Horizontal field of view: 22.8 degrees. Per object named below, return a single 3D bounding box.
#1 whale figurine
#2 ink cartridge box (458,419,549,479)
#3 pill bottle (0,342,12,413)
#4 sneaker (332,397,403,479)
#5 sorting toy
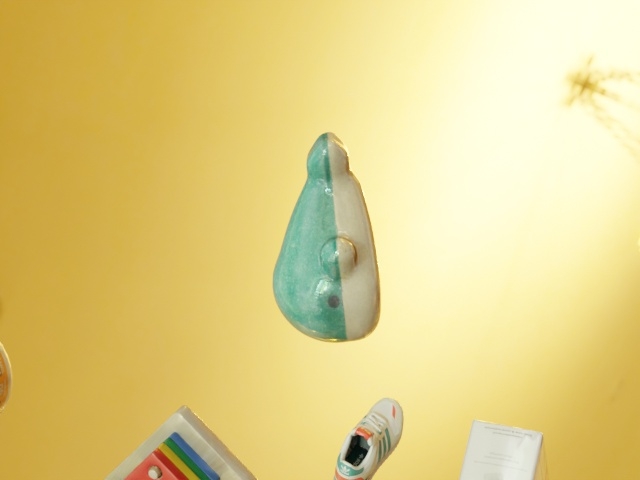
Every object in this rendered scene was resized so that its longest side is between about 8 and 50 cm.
[{"bbox_3d":[0.000,0.000,2.057,0.216,0.141,0.272,-89,-9,-78],"label":"whale figurine"},{"bbox_3d":[0.206,0.347,1.874,0.158,0.092,0.217,72,-148,-56],"label":"ink cartridge box"},{"bbox_3d":[-0.510,0.199,1.938,0.278,0.162,0.162,-35,-34,-68],"label":"pill bottle"},{"bbox_3d":[0.069,0.267,2.142,0.161,0.057,0.075,-54,-19,-33],"label":"sneaker"},{"bbox_3d":[-0.187,0.399,2.176,0.257,0.255,0.089,-44,-1,37],"label":"sorting toy"}]
